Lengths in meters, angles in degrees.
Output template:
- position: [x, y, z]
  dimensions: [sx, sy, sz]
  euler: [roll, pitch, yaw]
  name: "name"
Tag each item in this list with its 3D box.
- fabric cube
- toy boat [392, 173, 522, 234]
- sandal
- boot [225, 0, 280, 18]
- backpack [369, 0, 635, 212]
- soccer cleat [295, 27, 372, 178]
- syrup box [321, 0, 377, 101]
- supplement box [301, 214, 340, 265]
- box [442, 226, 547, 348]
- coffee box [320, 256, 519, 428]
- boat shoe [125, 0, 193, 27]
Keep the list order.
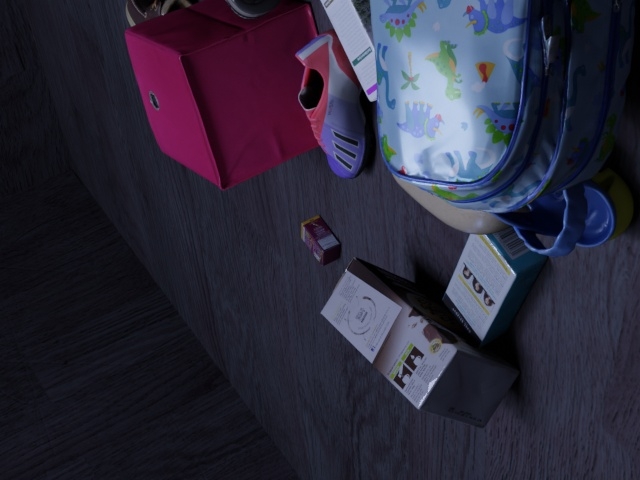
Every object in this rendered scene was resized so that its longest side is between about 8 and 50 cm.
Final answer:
- position: [-0.154, -0.274, 2.024]
  dimensions: [0.258, 0.259, 0.254]
  euler: [33, 143, 55]
  name: "fabric cube"
- position: [0.182, -0.158, 1.525]
  dimensions: [0.267, 0.148, 0.318]
  euler: [43, 158, 45]
  name: "toy boat"
- position: [0.213, -0.082, 1.351]
  dimensions: [0.317, 0.138, 0.126]
  euler: [29, 125, 11]
  name: "sandal"
- position: [-0.185, -0.510, 1.985]
  dimensions: [0.377, 0.138, 0.284]
  euler: [65, 160, 8]
  name: "boot"
- position: [0.182, -0.208, 1.182]
  dimensions: [0.290, 0.273, 0.355]
  euler: [13, 125, 40]
  name: "backpack"
- position: [0.015, -0.212, 1.882]
  dimensions: [0.108, 0.116, 0.318]
  euler: [51, 157, 32]
  name: "soccer cleat"
- position: [0.071, -0.326, 1.631]
  dimensions: [0.237, 0.093, 0.096]
  euler: [64, 160, -1]
  name: "syrup box"
- position: [0.000, 0.000, 2.299]
  dimensions: [0.083, 0.043, 0.055]
  euler: [54, 158, 28]
  name: "supplement box"
- position: [0.253, 0.059, 1.705]
  dimensions: [0.100, 0.060, 0.244]
  euler: [55, 159, 22]
  name: "box"
- position: [0.157, 0.164, 1.885]
  dimensions: [0.168, 0.119, 0.297]
  euler: [22, -167, -42]
  name: "coffee box"
- position: [-0.294, -0.454, 2.388]
  dimensions: [0.342, 0.123, 0.123]
  euler: [47, 141, 39]
  name: "boat shoe"
